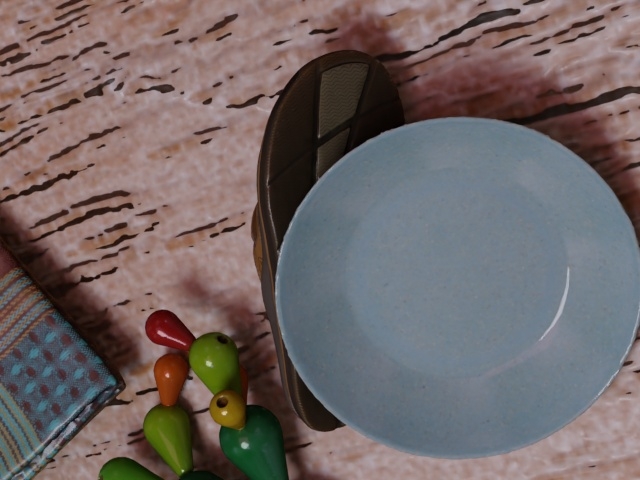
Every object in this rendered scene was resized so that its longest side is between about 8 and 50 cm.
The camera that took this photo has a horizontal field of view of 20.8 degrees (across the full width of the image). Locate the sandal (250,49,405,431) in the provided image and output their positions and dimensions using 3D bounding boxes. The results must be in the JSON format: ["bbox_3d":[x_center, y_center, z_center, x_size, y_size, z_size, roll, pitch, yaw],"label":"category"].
[{"bbox_3d":[0.000,0.000,0.972,0.060,0.090,0.219,34,134,53],"label":"sandal"}]

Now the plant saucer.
[{"bbox_3d":[0.073,0.023,0.932,0.195,0.037,0.195,1,109,2],"label":"plant saucer"}]

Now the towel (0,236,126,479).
[{"bbox_3d":[-0.334,0.122,1.087,0.370,0.040,0.271,-44,77,5],"label":"towel"}]

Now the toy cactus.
[{"bbox_3d":[-0.051,0.160,1.027,0.180,0.112,0.219,15,102,12],"label":"toy cactus"}]
